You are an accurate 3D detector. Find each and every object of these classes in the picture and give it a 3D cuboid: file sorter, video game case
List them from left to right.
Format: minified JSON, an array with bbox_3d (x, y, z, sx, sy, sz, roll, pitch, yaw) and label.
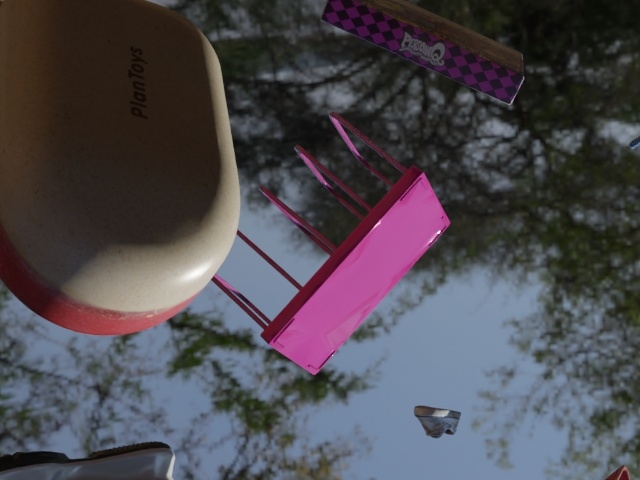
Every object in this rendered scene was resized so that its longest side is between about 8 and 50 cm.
[{"bbox_3d":[0.000,0.000,1.465,0.182,0.291,0.202,41,177,25],"label":"file sorter"},{"bbox_3d":[0.126,-0.238,1.255,0.232,0.042,0.210,24,-161,1],"label":"video game case"}]

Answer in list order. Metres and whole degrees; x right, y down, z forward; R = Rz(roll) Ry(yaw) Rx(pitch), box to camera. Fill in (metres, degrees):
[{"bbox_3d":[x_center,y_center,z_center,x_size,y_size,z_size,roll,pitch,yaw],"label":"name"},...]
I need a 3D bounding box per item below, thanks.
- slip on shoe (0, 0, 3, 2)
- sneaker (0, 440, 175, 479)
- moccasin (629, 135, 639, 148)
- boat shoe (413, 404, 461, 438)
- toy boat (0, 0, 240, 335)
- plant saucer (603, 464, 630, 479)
[{"bbox_3d":[-0.249,-0.211,0.847,0.041,0.135,0.051,14,-175,15],"label":"slip on shoe"},{"bbox_3d":[-0.244,0.335,0.964,0.169,0.257,0.447,-34,161,26],"label":"sneaker"},{"bbox_3d":[0.339,-0.099,0.923,0.116,0.138,0.342,-11,-141,4],"label":"moccasin"},{"bbox_3d":[0.133,0.209,1.224,0.035,0.035,0.100,5,170,26],"label":"boat shoe"},{"bbox_3d":[-0.144,-0.040,0.656,0.151,0.231,0.151,15,136,-29],"label":"toy boat"},{"bbox_3d":[0.353,0.457,1.341,0.047,0.259,0.258,-6,-161,34],"label":"plant saucer"}]
